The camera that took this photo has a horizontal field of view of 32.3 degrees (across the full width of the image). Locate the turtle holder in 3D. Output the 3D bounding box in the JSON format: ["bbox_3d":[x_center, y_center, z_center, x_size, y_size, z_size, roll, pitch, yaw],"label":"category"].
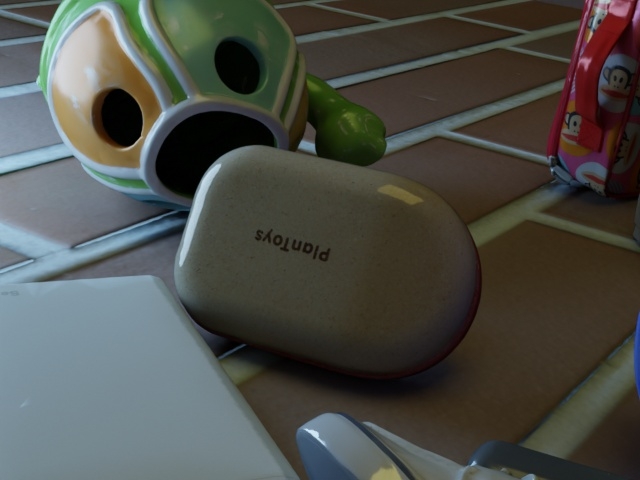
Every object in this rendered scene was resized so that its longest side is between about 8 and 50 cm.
[{"bbox_3d":[-0.113,-0.126,1.094,0.320,0.243,0.227,40,12,-43],"label":"turtle holder"}]

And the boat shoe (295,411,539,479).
[{"bbox_3d":[0.092,0.158,0.535,0.084,0.095,0.258,-32,49,-25],"label":"boat shoe"}]

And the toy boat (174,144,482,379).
[{"bbox_3d":[0.012,0.023,0.855,0.231,0.151,0.151,15,-6,21],"label":"toy boat"}]

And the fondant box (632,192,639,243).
[{"bbox_3d":[0.499,0.009,1.053,0.330,0.096,0.238,4,21,-5],"label":"fondant box"}]

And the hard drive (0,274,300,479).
[{"bbox_3d":[-0.153,0.106,0.686,0.203,0.040,0.307,-3,24,-24],"label":"hard drive"}]

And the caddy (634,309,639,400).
[{"bbox_3d":[0.357,0.043,0.645,0.341,0.241,0.179,-25,3,21],"label":"caddy"}]

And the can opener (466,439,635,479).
[{"bbox_3d":[0.198,0.180,0.547,0.283,0.076,0.095,14,21,21],"label":"can opener"}]

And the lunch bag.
[{"bbox_3d":[0.373,-0.193,1.269,0.258,0.293,0.120,-13,33,-42],"label":"lunch bag"}]
